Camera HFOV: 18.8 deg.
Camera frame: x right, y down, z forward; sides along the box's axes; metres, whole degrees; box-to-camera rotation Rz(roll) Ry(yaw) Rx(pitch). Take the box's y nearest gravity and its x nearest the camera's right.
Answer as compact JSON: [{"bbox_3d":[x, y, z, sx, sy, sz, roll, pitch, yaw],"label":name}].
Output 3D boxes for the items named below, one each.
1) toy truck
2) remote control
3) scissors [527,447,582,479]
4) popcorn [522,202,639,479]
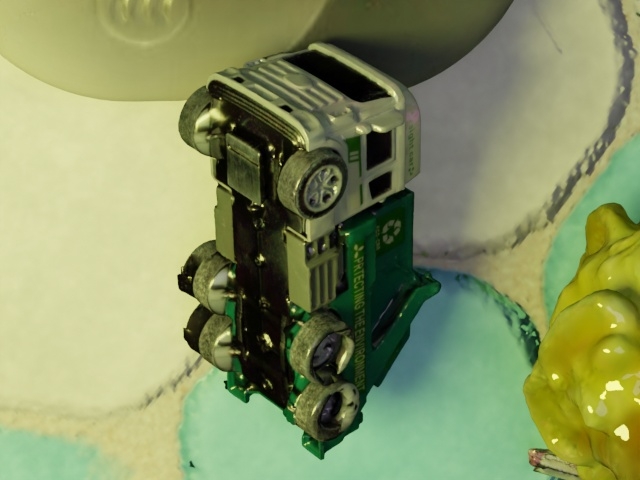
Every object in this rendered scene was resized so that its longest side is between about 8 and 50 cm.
[{"bbox_3d":[0.000,0.000,1.040,0.116,0.110,0.216,-27,132,-33],"label":"toy truck"},{"bbox_3d":[-0.044,-0.182,1.034,0.332,0.103,0.221,-2,111,-8],"label":"remote control"},{"bbox_3d":[0.212,0.140,1.132,0.187,0.020,0.133,24,71,-4],"label":"scissors"},{"bbox_3d":[0.216,0.083,1.042,0.235,0.181,0.217,39,71,9],"label":"popcorn"}]
